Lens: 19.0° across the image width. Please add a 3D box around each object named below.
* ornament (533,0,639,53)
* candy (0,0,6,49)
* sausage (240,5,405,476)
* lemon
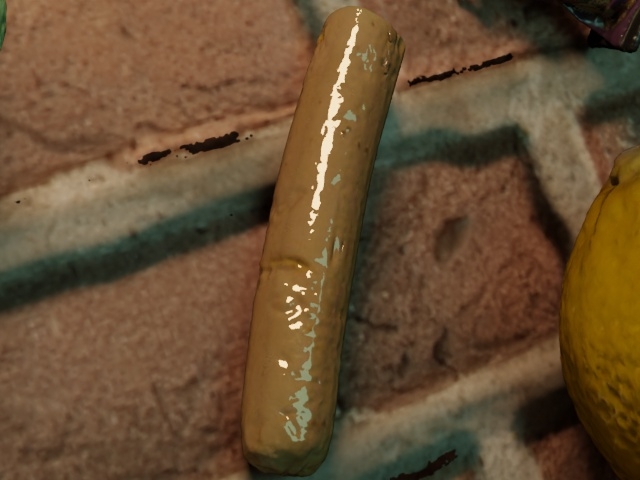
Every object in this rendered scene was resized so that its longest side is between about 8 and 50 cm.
[{"bbox_3d":[0.135,-0.194,1.322,0.203,0.088,0.081,15,93,-19],"label":"ornament"},{"bbox_3d":[-0.367,-0.173,0.952,0.440,0.119,0.119,21,66,-21],"label":"candy"},{"bbox_3d":[-0.002,-0.001,1.175,0.066,0.066,0.301,24,63,-28],"label":"sausage"},{"bbox_3d":[0.288,0.060,1.235,0.293,0.293,0.293,10,72,-33],"label":"lemon"}]
